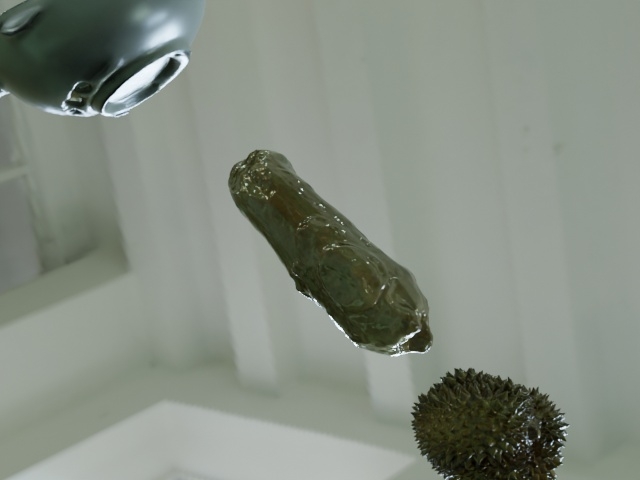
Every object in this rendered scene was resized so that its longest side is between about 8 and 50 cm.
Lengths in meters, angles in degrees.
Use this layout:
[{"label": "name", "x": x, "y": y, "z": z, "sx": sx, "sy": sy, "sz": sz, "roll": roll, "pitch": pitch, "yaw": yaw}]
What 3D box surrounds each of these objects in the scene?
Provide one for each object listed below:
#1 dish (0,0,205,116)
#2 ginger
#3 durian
[{"label": "dish", "x": -0.177, "y": -0.154, "z": 1.220, "sx": 0.086, "sy": 0.228, "sz": 0.236, "roll": 54, "pitch": -3, "yaw": 7}, {"label": "ginger", "x": -0.002, "y": -0.002, "z": 0.784, "sx": 0.051, "sy": 0.069, "sz": 0.173, "roll": -45, "pitch": -129, "yaw": 8}, {"label": "durian", "x": 0.171, "y": 0.198, "z": 1.495, "sx": 0.158, "sy": 0.137, "sz": 0.168, "roll": 41, "pitch": -24, "yaw": -24}]
